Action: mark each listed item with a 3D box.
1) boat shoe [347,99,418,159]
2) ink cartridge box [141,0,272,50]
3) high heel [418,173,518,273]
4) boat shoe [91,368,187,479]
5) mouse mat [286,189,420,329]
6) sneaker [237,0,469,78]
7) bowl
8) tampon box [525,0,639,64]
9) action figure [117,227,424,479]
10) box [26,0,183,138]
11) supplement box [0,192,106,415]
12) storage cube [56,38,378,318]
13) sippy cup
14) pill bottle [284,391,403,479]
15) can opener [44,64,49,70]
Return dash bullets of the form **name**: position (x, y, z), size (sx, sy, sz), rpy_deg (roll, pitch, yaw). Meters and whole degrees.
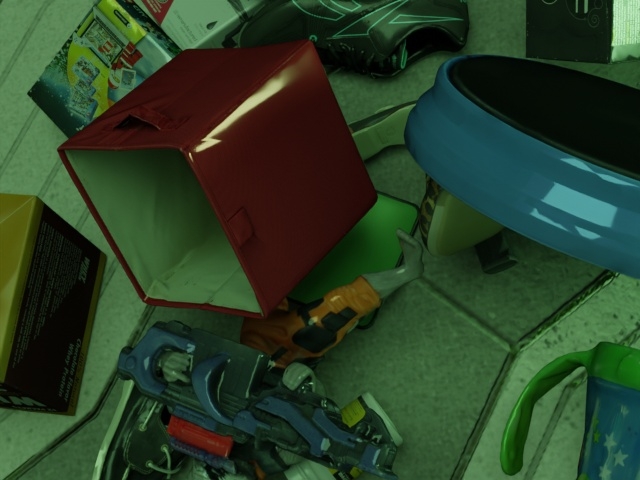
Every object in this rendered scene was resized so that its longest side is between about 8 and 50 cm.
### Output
- **boat shoe**: position (0.078, -0.126, 1.336), size (0.137, 0.049, 0.043), rpy_deg (-22, 29, 5)
- **ink cartridge box**: position (-0.119, -0.283, 1.424), size (0.150, 0.063, 0.109), rpy_deg (-36, 67, 0)
- **high heel**: position (0.124, -0.078, 1.193), size (0.093, 0.261, 0.186), rpy_deg (-23, 70, 12)
- **boat shoe**: position (-0.179, 0.216, 1.258), size (0.079, 0.084, 0.233), rpy_deg (13, 72, 17)
- **mouse mat**: position (0.000, 0.000, 1.331), size (0.190, 0.007, 0.152), rpy_deg (21, 78, 20)
- **sneaker**: position (0.037, -0.234, 1.352), size (0.267, 0.101, 0.106), rpy_deg (-15, 71, 8)
- **bowl**: position (0.271, -0.073, 1.100), size (0.391, 0.391, 0.077), rpy_deg (25, 113, 20)
- **tampon box**: position (0.306, -0.237, 1.225), size (0.120, 0.161, 0.101), rpy_deg (17, 113, 54)
- **action figure**: position (-0.011, 0.137, 1.179), size (0.341, 0.178, 0.330), rpy_deg (25, 78, 38)
- **box**: position (-0.197, -0.141, 1.342), size (0.233, 0.044, 0.159), rpy_deg (46, 113, 7)
- **supplement box**: position (-0.338, 0.070, 1.284), size (0.129, 0.194, 0.191), rpy_deg (4, 73, 14)
- **storage cube**: position (-0.093, -0.064, 1.153), size (0.184, 0.215, 0.193), rpy_deg (3, 38, 43)
- **sippy cup**: position (0.323, 0.230, 1.072), size (0.240, 0.305, 0.224), rpy_deg (21, 87, -25)
- **pill bottle**: position (0.020, 0.211, 1.222), size (0.116, 0.065, 0.065), rpy_deg (-36, 68, 0)
- **can opener**: position (-0.198, -0.150, 1.407), size (0.283, 0.076, 0.095), rpy_deg (20, 109, 18)
